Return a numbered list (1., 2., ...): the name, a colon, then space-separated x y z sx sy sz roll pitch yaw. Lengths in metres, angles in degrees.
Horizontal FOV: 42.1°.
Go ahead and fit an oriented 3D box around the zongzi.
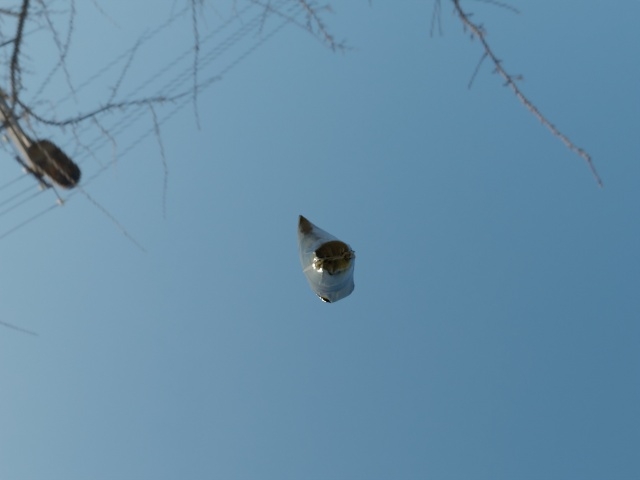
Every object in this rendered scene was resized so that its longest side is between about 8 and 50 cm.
1. zongzi: 0.000 0.000 0.643 0.040 0.076 0.083 -18 -111 -8
